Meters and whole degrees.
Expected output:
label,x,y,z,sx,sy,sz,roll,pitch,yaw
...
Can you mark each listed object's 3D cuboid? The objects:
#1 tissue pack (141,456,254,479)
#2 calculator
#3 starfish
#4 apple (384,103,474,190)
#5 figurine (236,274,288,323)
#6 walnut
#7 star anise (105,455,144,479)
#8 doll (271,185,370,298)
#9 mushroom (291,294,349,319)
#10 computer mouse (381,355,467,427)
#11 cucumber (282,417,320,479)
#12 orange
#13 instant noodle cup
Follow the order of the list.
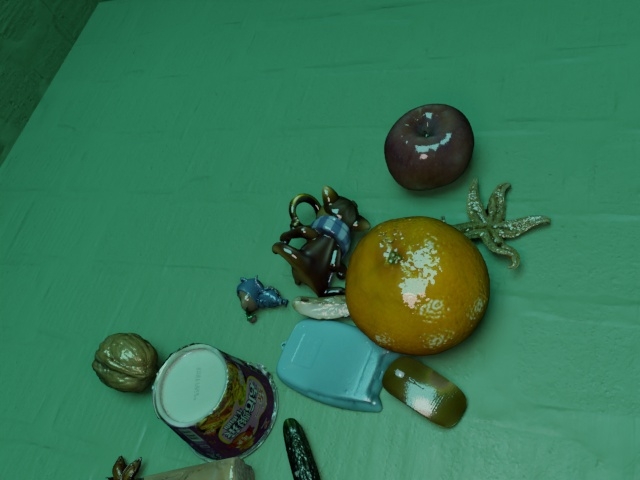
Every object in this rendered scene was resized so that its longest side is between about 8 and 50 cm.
label,x,y,z,sx,sy,sz,roll,pitch,yaw
tissue pack,-0.358,0.734,1.764,0.306,0.238,0.238,-16,54,13
calculator,0.038,0.367,1.942,0.387,0.054,0.256,12,64,30
starfish,0.523,-0.056,1.979,0.327,0.094,0.375,-16,50,-13
apple,0.365,-0.303,2.124,0.306,0.235,0.305,-9,57,14
figurine,-0.207,0.202,2.127,0.178,0.114,0.144,12,66,20
walnut,-0.648,0.405,2.126,0.245,0.198,0.198,19,68,35
star anise,-0.585,0.746,1.960,0.157,0.053,0.212,-30,51,3
doll,-0.001,0.002,2.126,0.318,0.209,0.339,30,73,1
mushroom,0.016,0.210,2.027,0.210,0.094,0.072,-1,101,1
computer mouse,0.287,0.420,1.781,0.245,0.056,0.126,31,73,28
cucumber,-0.055,0.614,1.809,0.075,0.074,0.241,-26,49,5
orange,0.270,0.121,1.830,0.424,0.326,0.423,-12,53,16
instant noodle cup,-0.328,0.464,1.902,0.340,0.266,0.339,-12,54,17
